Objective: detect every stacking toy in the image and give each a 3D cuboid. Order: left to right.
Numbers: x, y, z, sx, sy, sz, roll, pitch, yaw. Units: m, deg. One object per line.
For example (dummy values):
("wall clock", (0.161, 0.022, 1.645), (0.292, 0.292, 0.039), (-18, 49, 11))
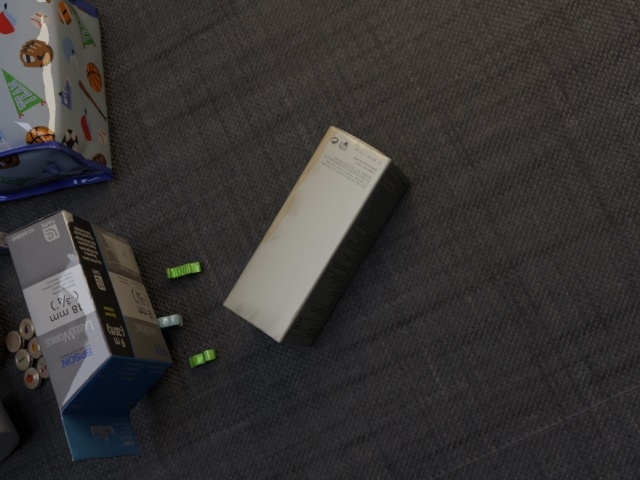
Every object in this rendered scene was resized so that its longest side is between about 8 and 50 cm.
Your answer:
("stacking toy", (-0.285, 0.142, 1.529), (0.221, 0.052, 0.167), (-16, 78, 12))

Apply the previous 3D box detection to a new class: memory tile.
("memory tile", (-0.465, 0.171, 1.574), (0.148, 0.012, 0.113), (-38, 70, 23))

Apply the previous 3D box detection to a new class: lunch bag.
("lunch bag", (-0.574, -0.237, 1.564), (0.386, 0.239, 0.327), (-10, 75, 14))

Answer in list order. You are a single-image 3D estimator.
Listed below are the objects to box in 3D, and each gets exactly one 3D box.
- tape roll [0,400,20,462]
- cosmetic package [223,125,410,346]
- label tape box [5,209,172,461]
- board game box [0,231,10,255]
("tape roll", (-0.627, 0.338, 1.475), (0.286, 0.286, 0.100), (-35, 75, 8))
("cosmetic package", (0.000, 0.000, 1.416), (0.113, 0.160, 0.309), (33, 91, 18))
("label tape box", (-0.320, 0.144, 1.390), (0.106, 0.240, 0.333), (-24, 76, 7))
("board game box", (-0.593, 0.009, 1.606), (0.154, 0.103, 0.026), (-5, 81, 14))
